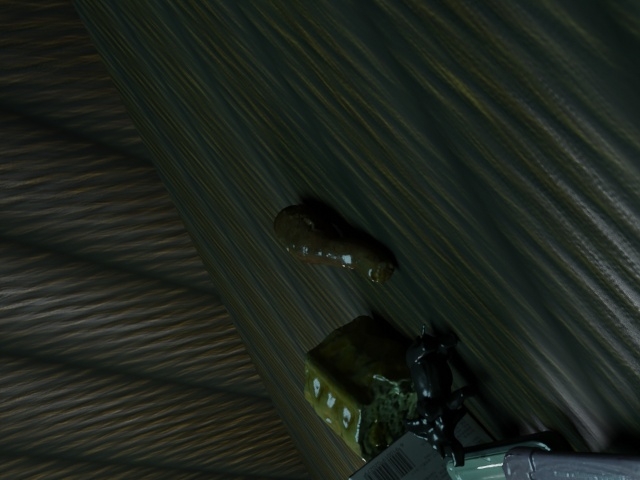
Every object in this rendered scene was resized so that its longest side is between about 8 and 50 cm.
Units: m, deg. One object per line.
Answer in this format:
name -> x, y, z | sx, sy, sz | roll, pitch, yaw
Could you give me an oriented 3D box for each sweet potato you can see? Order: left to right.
sweet potato -> 0.000, 0.000, 1.710 | 0.385, 0.109, 0.109 | 26, 147, 59

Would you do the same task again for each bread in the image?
bread -> 0.094, 0.292, 1.819 | 0.252, 0.196, 0.238 | 48, 143, 47

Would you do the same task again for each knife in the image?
knife -> 0.369, 0.304, 1.172 | 0.398, 0.038, 0.132 | -21, 85, 58

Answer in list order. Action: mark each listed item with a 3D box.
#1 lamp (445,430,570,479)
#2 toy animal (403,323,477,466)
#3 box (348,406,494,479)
lamp -> 0.354, 0.448, 1.488 | 0.266, 0.047, 0.269 | 57, 145, 0
toy animal -> 0.210, 0.269, 1.562 | 0.146, 0.114, 0.245 | 117, 157, -67
box -> 0.211, 0.450, 1.685 | 0.194, 0.260, 0.111 | 48, 162, 29
